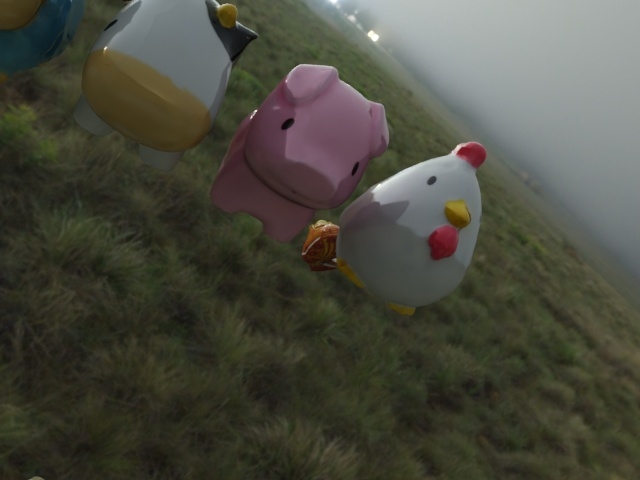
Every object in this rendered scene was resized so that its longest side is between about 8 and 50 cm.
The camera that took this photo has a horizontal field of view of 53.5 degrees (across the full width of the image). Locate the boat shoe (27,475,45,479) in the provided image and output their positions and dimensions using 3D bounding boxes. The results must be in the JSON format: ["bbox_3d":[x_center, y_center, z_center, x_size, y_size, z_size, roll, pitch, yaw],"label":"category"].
[{"bbox_3d":[-0.233,0.199,0.373,0.113,0.302,0.103,19,59,-49],"label":"boat shoe"}]

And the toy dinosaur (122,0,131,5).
[{"bbox_3d":[-0.178,-0.314,0.707,0.064,0.112,0.211,37,47,23],"label":"toy dinosaur"}]

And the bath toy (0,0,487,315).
[{"bbox_3d":[-0.027,-0.071,0.398,0.348,0.129,0.151,30,20,-22],"label":"bath toy"}]

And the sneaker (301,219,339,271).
[{"bbox_3d":[0.000,0.000,0.893,0.175,0.064,0.067,116,-34,-77],"label":"sneaker"}]
